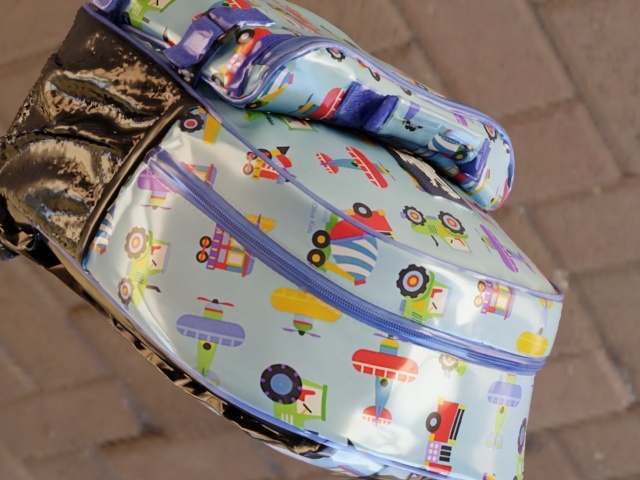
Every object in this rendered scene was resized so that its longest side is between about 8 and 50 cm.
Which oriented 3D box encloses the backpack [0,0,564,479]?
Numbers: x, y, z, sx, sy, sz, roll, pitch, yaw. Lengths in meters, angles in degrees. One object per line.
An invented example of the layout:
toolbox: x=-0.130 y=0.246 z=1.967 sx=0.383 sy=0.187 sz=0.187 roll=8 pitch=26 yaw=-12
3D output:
backpack: x=0.000 y=0.000 z=0.542 sx=0.158 sy=0.173 sz=0.117 roll=21 pitch=102 yaw=-43
